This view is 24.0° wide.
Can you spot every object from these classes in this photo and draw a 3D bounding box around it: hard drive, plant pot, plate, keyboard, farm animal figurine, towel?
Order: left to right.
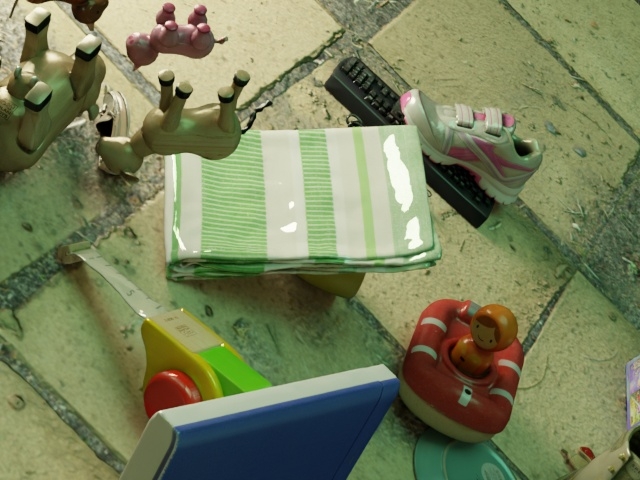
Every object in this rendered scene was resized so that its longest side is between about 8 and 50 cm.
[{"bbox_3d":[-0.276,-0.168,1.713,0.330,0.172,0.327,43,51,19],"label":"farm animal figurine"},{"bbox_3d":[-0.074,0.231,1.487,0.319,0.210,0.040,-6,42,-49],"label":"hard drive"},{"bbox_3d":[-0.028,-0.054,1.826,0.325,0.038,0.248,-2,47,-5],"label":"towel"},{"bbox_3d":[0.000,0.000,1.881,0.095,0.134,0.134,9,46,-15],"label":"plant pot"},{"bbox_3d":[0.131,-0.140,2.226,0.317,0.033,0.201,42,35,-5],"label":"keyboard"},{"bbox_3d":[0.194,0.304,1.856,0.188,0.024,0.188,27,39,-24],"label":"plate"}]

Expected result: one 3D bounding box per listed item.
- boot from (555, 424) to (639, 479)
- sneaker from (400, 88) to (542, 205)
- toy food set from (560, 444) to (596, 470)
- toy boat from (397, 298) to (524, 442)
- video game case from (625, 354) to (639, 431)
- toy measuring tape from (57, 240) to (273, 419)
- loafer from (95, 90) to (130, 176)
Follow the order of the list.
[{"bbox_3d":[0.347,0.330,1.863,0.077,0.165,0.213,40,34,-7],"label":"boot"},{"bbox_3d":[0.229,-0.161,2.232,0.252,0.111,0.103,30,33,-26],"label":"sneaker"},{"bbox_3d":[0.377,0.326,2.031,0.078,0.019,0.122,-5,52,-49],"label":"toy food set"},{"bbox_3d":[0.195,0.141,1.891,0.151,0.151,0.231,29,36,-3],"label":"toy boat"},{"bbox_3d":[0.536,0.216,2.106,0.061,0.244,0.269,35,37,-18],"label":"video game case"},{"bbox_3d":[-0.175,0.129,1.609,0.330,0.121,0.121,36,29,26],"label":"toy measuring tape"},{"bbox_3d":[-0.252,-0.133,1.810,0.039,0.045,0.125,10,51,-32],"label":"loafer"}]
